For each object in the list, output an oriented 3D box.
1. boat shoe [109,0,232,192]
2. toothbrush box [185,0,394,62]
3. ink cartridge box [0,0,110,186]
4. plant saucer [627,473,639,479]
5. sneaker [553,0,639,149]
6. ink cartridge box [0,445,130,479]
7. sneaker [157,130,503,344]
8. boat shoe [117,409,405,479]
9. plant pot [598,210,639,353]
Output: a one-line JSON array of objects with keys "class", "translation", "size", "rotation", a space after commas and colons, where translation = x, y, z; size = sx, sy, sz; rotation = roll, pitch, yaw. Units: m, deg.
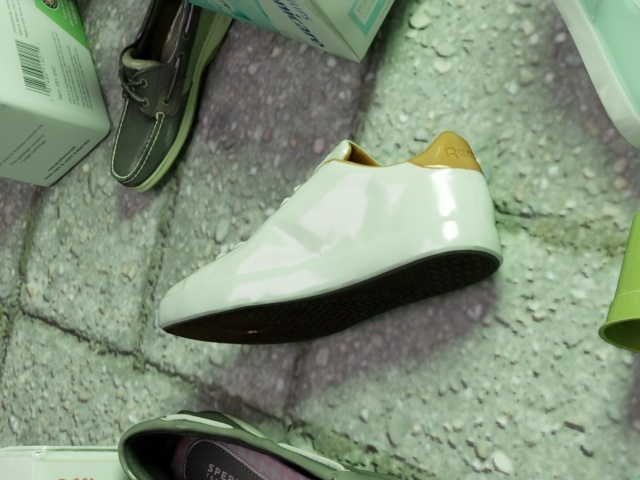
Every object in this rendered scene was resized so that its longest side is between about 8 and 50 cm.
[{"class": "boat shoe", "translation": [-0.148, -0.154, 1.038], "size": [0.080, 0.073, 0.224], "rotation": [33, 102, 42]}, {"class": "toothbrush box", "translation": [-0.054, -0.295, 0.901], "size": [0.295, 0.126, 0.216], "rotation": [24, 83, 34]}, {"class": "ink cartridge box", "translation": [-0.359, -0.184, 1.089], "size": [0.117, 0.278, 0.201], "rotation": [-36, 60, 30]}, {"class": "plant saucer", "translation": [0.218, 0.232, 0.680], "size": [0.195, 0.037, 0.195], "rotation": [-8, 77, 40]}, {"class": "sneaker", "translation": [0.203, -0.197, 0.694], "size": [0.151, 0.094, 0.256], "rotation": [-27, 96, 37]}, {"class": "ink cartridge box", "translation": [-0.197, 0.279, 0.943], "size": [0.092, 0.158, 0.218], "rotation": [-10, 75, 39]}, {"class": "sneaker", "translation": [0.000, 0.000, 0.876], "size": [0.290, 0.106, 0.123], "rotation": [-18, 64, 27]}, {"class": "boat shoe", "translation": [-0.022, 0.208, 0.849], "size": [0.335, 0.095, 0.112], "rotation": [16, 92, 41]}, {"class": "plant pot", "translation": [0.214, 0.022, 0.701], "size": [0.083, 0.083, 0.079], "rotation": [-7, 66, 39]}]
